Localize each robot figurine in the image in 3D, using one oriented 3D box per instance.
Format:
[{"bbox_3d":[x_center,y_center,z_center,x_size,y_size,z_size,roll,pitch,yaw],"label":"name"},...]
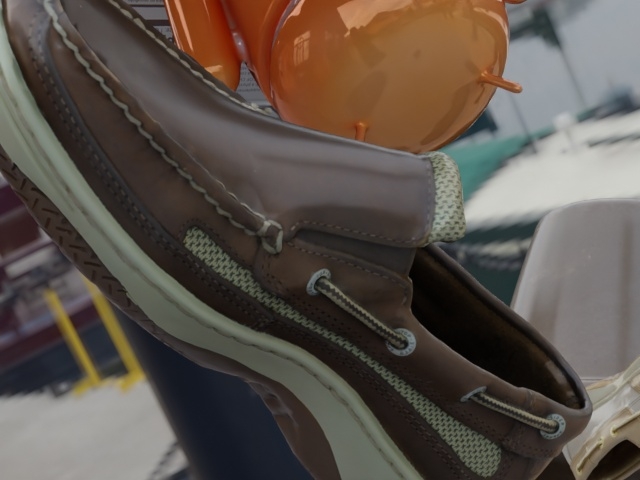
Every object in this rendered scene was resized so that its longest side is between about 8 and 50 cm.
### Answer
[{"bbox_3d":[0.012,-0.123,0.868,0.158,0.219,0.128,12,-56,-38],"label":"robot figurine"}]

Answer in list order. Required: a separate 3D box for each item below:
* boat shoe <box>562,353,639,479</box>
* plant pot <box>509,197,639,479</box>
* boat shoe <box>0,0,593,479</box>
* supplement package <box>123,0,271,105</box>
[{"bbox_3d":[0.188,0.092,0.922,0.063,0.059,0.170,0,-23,-27],"label":"boat shoe"},{"bbox_3d":[0.253,0.095,1.450,0.263,0.229,0.263,6,-19,2],"label":"plant pot"},{"bbox_3d":[-0.001,-0.005,0.532,0.095,0.257,0.095,-31,39,16],"label":"boat shoe"},{"bbox_3d":[-0.116,-0.190,1.077,0.204,0.145,0.262,-3,24,-26],"label":"supplement package"}]
